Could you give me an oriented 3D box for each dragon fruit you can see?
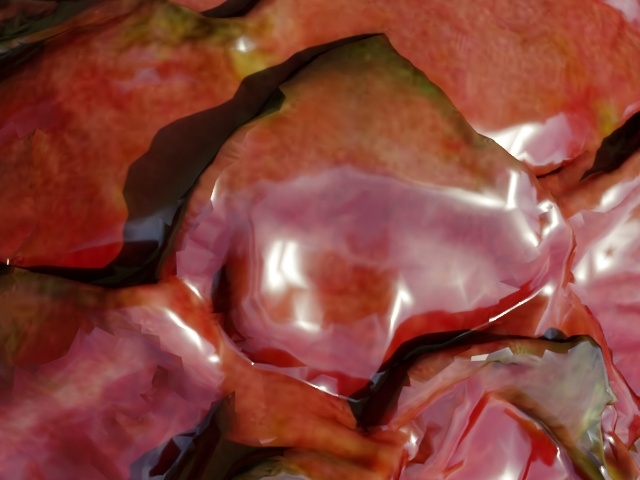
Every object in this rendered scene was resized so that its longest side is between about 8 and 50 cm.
[{"bbox_3d":[0.000,0.000,0.435,0.244,0.299,0.244,-11,160,-4],"label":"dragon fruit"}]
